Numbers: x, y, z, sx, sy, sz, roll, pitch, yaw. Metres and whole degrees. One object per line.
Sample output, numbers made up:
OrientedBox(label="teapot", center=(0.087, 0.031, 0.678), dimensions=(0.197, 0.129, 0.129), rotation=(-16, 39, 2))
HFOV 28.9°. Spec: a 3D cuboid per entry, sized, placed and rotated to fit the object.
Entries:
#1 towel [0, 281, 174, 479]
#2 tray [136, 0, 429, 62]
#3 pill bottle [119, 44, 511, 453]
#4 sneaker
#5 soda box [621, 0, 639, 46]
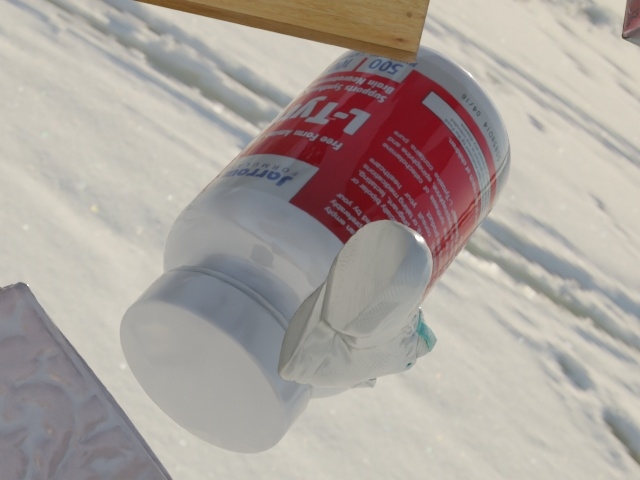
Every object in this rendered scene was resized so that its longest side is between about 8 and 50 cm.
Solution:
OrientedBox(label="towel", center=(-0.261, 0.241, 0.882), dimensions=(0.317, 0.332, 0.053), rotation=(60, -19, -22))
OrientedBox(label="tray", center=(-0.133, -0.223, 0.612), dimensions=(0.411, 0.076, 0.202), rotation=(12, 55, 3))
OrientedBox(label="pill bottle", center=(0.000, 0.000, 1.179), dimensions=(0.229, 0.229, 0.407), rotation=(38, 51, 3))
OrientedBox(label="sneaker", center=(0.046, 0.054, 0.873), dimensions=(0.094, 0.212, 0.080), rotation=(20, 62, -12))
OrientedBox(label="soda box", center=(0.268, -0.243, 0.807), dimensions=(0.084, 0.092, 0.263), rotation=(20, 67, -20))
